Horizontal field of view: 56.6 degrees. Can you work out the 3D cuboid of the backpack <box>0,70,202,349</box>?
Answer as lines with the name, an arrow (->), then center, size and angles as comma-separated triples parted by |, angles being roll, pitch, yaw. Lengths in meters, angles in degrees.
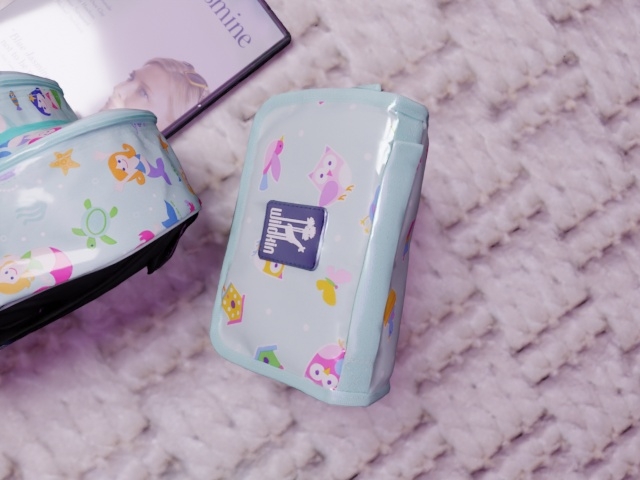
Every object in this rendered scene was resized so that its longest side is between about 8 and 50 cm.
backpack -> -0.228, -0.020, 0.457 | 0.253, 0.225, 0.191 | -21, 100, 2

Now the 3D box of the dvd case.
dvd case -> -0.177, -0.194, 0.577 | 0.253, 0.022, 0.180 | -41, 100, -9

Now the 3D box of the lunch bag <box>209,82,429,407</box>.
lunch bag -> 0.000, 0.000, 0.505 | 0.160, 0.262, 0.223 | 13, 90, -14
